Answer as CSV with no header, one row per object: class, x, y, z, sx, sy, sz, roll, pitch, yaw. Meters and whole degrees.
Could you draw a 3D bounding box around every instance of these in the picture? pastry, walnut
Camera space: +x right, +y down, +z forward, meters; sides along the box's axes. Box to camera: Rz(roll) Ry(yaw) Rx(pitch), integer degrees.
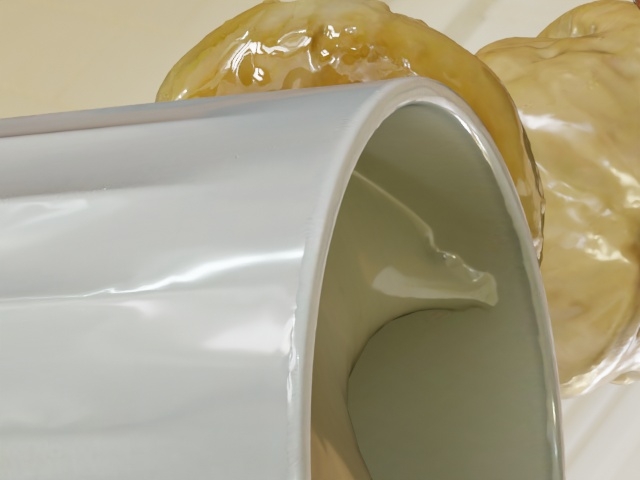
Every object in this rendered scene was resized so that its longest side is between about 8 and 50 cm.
pastry,0.000,0.000,1.186,0.284,0.315,0.184,27,-167,6
walnut,0.240,-0.034,1.670,0.383,0.383,0.383,35,159,16

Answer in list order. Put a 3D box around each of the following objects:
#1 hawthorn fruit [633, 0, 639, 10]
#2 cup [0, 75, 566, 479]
hawthorn fruit,0.316,-0.170,1.250,0.235,0.181,0.181,44,160,1
cup,-0.090,0.097,0.642,0.327,0.237,0.323,-6,149,23
